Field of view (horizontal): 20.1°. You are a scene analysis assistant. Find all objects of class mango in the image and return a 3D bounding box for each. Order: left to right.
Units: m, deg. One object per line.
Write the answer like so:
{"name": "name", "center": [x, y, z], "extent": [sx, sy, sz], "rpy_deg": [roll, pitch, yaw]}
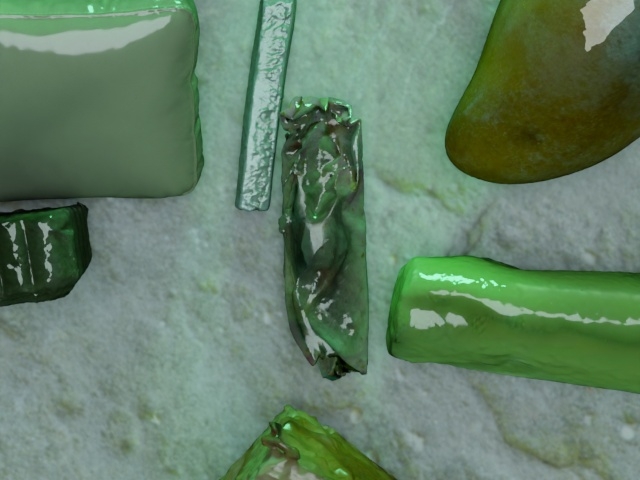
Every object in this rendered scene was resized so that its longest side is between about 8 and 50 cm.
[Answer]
{"name": "mango", "center": [0.277, -0.210, 1.854], "extent": [0.384, 0.199, 0.221], "rpy_deg": [-49, 127, 5]}

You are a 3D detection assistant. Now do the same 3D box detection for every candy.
{"name": "candy", "center": [0.243, 0.089, 1.897], "extent": [0.343, 0.142, 0.132], "rpy_deg": [6, 106, -2]}

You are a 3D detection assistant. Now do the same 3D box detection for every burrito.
{"name": "burrito", "center": [0.003, 0.000, 1.917], "extent": [0.096, 0.066, 0.309], "rpy_deg": [-4, 96, -5]}

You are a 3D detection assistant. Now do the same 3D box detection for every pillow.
{"name": "pillow", "center": [-0.281, -0.145, 1.839], "extent": [0.322, 0.120, 0.255], "rpy_deg": [-1, 132, -2]}

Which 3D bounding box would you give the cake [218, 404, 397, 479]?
{"name": "cake", "center": [-0.013, 0.369, 1.828], "extent": [0.314, 0.293, 0.307], "rpy_deg": [38, 96, 0]}

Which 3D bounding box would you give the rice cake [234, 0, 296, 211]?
{"name": "rice cake", "center": [-0.058, -0.152, 1.916], "extent": [0.042, 0.045, 0.245], "rpy_deg": [8, 92, -2]}

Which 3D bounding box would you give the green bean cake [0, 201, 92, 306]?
{"name": "green bean cake", "center": [-0.331, 0.013, 1.844], "extent": [0.183, 0.185, 0.094], "rpy_deg": [-8, 99, -1]}
